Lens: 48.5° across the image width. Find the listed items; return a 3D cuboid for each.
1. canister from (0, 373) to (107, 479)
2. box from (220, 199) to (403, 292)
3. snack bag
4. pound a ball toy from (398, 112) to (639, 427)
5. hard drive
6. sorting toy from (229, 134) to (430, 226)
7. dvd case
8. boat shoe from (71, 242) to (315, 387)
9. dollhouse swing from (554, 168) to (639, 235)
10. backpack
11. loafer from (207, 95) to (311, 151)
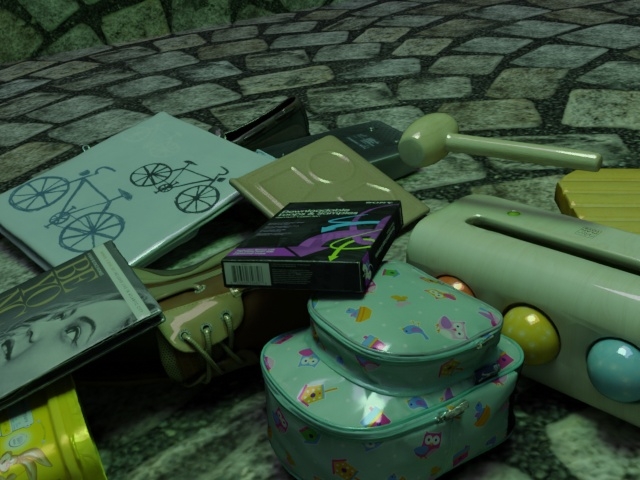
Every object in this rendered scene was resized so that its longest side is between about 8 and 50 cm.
[{"bbox_3d":[-0.269,0.183,0.567,0.169,0.073,0.126,-20,30,-20],"label":"canister"},{"bbox_3d":[0.000,0.000,0.615,0.116,0.029,0.162,0,18,18],"label":"box"},{"bbox_3d":[-0.267,-0.071,1.014,0.323,0.037,0.342,26,51,38],"label":"snack bag"},{"bbox_3d":[0.187,0.021,0.623,0.135,0.208,0.319,-29,35,-36],"label":"pound a ball toy"},{"bbox_3d":[0.017,-0.120,1.100,0.254,0.054,0.172,-17,29,-19],"label":"hard drive"},{"bbox_3d":[0.013,-0.053,0.940,0.208,0.038,0.193,-27,56,-37],"label":"sorting toy"},{"bbox_3d":[-0.263,0.082,0.627,0.221,0.018,0.164,-28,33,-19],"label":"dvd case"},{"bbox_3d":[-0.116,0.088,0.682,0.323,0.123,0.120,-9,32,13],"label":"boat shoe"},{"bbox_3d":[0.463,-0.099,0.729,0.304,0.315,0.347,14,29,-3],"label":"dollhouse swing"},{"bbox_3d":[0.048,0.109,0.561,0.188,0.144,0.166,-26,37,-29],"label":"backpack"},{"bbox_3d":[-0.152,-0.161,1.172,0.302,0.095,0.109,-22,31,-27],"label":"loafer"}]
